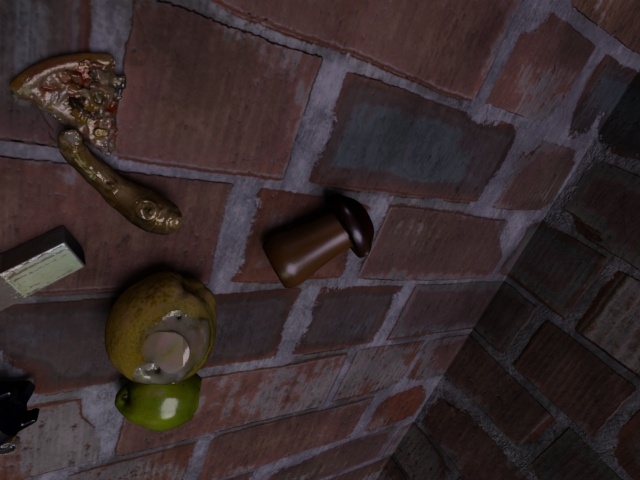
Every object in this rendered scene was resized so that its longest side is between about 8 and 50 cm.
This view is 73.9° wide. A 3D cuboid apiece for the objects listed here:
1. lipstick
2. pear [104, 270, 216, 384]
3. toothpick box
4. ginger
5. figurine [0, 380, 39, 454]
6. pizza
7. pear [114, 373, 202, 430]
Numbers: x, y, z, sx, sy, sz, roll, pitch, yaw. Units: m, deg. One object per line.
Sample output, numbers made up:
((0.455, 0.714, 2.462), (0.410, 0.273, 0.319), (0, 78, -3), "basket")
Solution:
((-0.665, 0.100, 0.840), (0.371, 0.076, 0.080), (-29, 133, -13), "lipstick")
((-0.374, 0.207, 1.027), (0.271, 0.271, 0.271), (-19, 131, -22), "pear")
((0.000, 0.000, 1.155), (0.294, 0.192, 0.192), (-28, 135, -5), "toothpick box")
((-0.392, -0.101, 0.844), (0.086, 0.131, 0.294), (-55, 135, -14), "ginger")
((-0.799, 0.420, 0.951), (0.308, 0.143, 0.308), (-19, 150, -12), "figurine")
((-0.426, -0.232, 0.770), (0.185, 0.052, 0.195), (-24, 134, -13), "pizza")
((-0.448, 0.431, 1.183), (0.219, 0.187, 0.187), (15, 114, -26), "pear")
